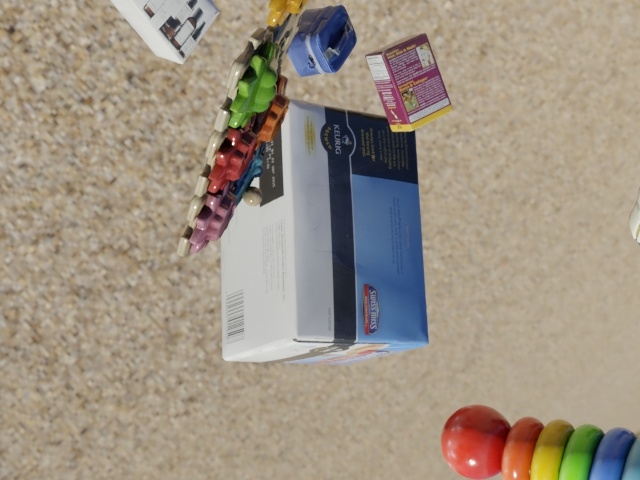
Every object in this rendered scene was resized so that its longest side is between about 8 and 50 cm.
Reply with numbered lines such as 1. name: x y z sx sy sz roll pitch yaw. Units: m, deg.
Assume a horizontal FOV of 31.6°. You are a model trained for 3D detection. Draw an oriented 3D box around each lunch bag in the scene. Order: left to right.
1. lunch bag: 0.003 -0.259 1.468 0.067 0.065 0.098 60 43 -34

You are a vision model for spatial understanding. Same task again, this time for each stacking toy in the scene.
1. stacking toy: 0.298 0.259 1.310 0.141 0.330 0.141 -32 128 -54

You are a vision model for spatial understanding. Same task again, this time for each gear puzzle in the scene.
1. gear puzzle: -0.049 -0.139 1.077 0.175 0.044 0.339 -57 172 -50

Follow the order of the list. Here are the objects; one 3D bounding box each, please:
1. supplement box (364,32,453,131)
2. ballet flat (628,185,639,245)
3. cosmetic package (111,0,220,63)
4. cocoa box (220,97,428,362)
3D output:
1. supplement box: 0.087 -0.155 1.115 0.055 0.083 0.043 -26 -165 -21
2. ballet flat: 0.448 -0.008 1.405 0.123 0.123 0.348 -45 133 -4
3. cosmetic package: -0.229 -0.344 1.480 0.099 0.060 0.239 -59 144 -14
4. cocoa box: 0.000 0.000 1.674 0.228 0.347 0.231 6 165 -31
